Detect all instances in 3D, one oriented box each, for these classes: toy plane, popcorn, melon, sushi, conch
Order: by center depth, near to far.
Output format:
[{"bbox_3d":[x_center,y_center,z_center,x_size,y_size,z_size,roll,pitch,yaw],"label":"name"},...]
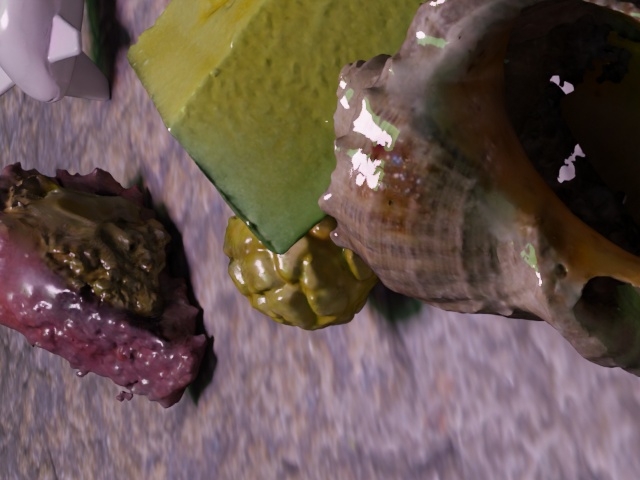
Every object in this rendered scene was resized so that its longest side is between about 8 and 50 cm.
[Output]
[{"bbox_3d":[0.112,-0.031,0.819,0.245,0.163,0.178,37,148,23],"label":"conch"},{"bbox_3d":[0.019,-0.169,1.028,0.323,0.124,0.196,-55,39,14],"label":"melon"},{"bbox_3d":[0.000,0.000,1.121,0.106,0.116,0.121,50,-170,-42],"label":"popcorn"},{"bbox_3d":[-0.196,0.031,1.463,0.241,0.161,0.107,-114,35,-42],"label":"sushi"},{"bbox_3d":[-0.249,-0.249,1.608,0.267,0.122,0.267,-3,86,45],"label":"toy plane"}]
